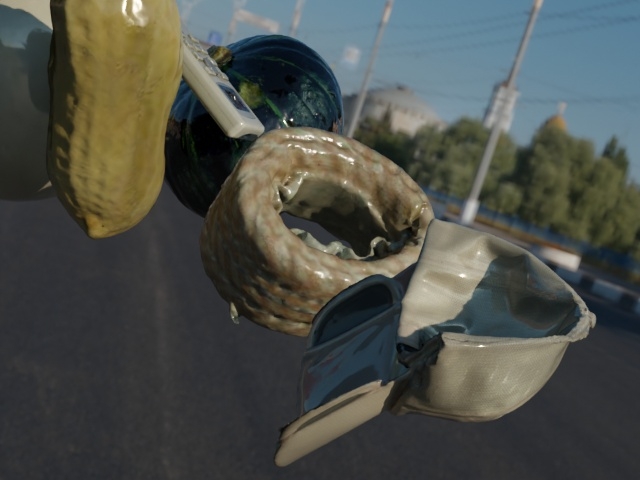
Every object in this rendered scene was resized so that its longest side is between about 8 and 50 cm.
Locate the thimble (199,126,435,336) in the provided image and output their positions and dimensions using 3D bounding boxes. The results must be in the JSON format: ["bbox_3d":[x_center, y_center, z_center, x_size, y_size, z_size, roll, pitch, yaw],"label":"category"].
[{"bbox_3d":[-0.004,-0.005,1.187,0.229,0.196,0.148,5,-30,-25],"label":"thimble"}]

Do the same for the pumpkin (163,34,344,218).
[{"bbox_3d":[-0.113,-0.181,1.681,0.315,0.315,0.238,25,-27,55],"label":"pumpkin"}]

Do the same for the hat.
[{"bbox_3d":[0.074,0.104,0.836,0.164,0.226,0.219,29,24,-5],"label":"hat"}]

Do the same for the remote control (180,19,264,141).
[{"bbox_3d":[-0.133,-0.187,1.208,0.190,0.029,0.087,52,11,8],"label":"remote control"}]

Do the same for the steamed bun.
[{"bbox_3d":[-0.375,-0.209,1.391,0.334,0.334,0.374,18,-20,-11],"label":"steamed bun"}]

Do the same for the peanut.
[{"bbox_3d":[-0.205,-0.144,1.124,0.147,0.319,0.147,5,37,-4],"label":"peanut"}]
